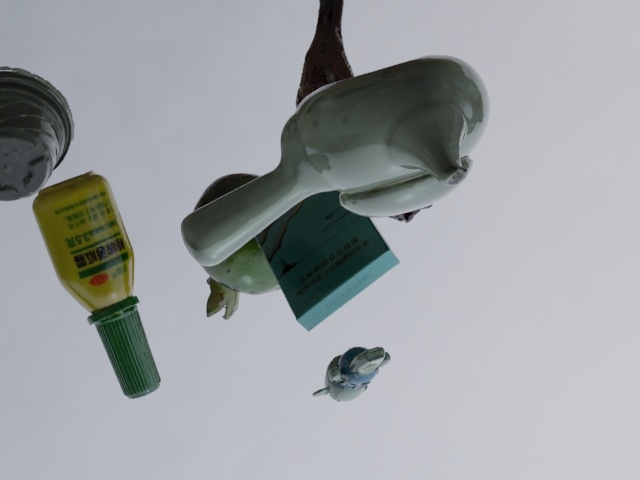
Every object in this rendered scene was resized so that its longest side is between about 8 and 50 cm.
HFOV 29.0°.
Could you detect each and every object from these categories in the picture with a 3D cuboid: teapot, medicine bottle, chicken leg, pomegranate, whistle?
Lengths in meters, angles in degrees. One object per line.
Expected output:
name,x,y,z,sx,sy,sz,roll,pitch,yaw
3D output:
teapot,0.021,-0.086,1.264,0.318,0.149,0.220,-15,-175,20
medicine bottle,-0.287,0.063,1.649,0.111,0.309,0.076,-24,-168,-26
chicken leg,0.042,-0.207,1.732,0.158,0.096,0.407,-20,-108,-5
pomegranate,-0.123,0.010,1.991,0.263,0.211,0.211,-57,-160,24
whistle,0.056,0.212,2.044,0.114,0.077,0.236,-14,164,-18

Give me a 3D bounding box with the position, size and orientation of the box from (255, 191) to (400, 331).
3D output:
box,0.000,0.000,1.749,0.162,0.041,0.229,-38,-136,7

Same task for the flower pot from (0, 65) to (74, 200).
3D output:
flower pot,-0.525,-0.158,2.063,0.235,0.235,0.140,-29,-141,7
